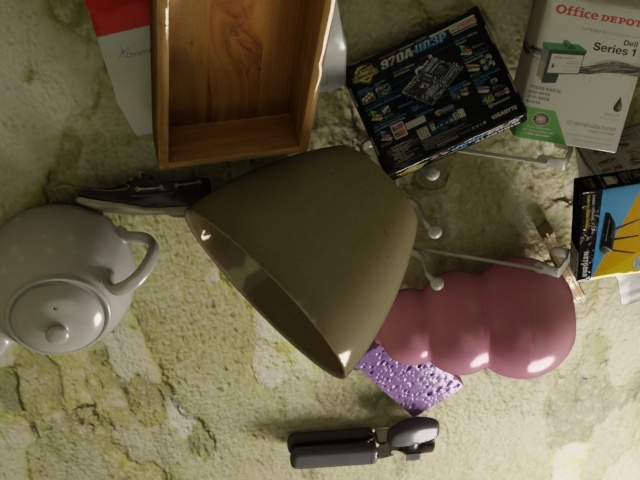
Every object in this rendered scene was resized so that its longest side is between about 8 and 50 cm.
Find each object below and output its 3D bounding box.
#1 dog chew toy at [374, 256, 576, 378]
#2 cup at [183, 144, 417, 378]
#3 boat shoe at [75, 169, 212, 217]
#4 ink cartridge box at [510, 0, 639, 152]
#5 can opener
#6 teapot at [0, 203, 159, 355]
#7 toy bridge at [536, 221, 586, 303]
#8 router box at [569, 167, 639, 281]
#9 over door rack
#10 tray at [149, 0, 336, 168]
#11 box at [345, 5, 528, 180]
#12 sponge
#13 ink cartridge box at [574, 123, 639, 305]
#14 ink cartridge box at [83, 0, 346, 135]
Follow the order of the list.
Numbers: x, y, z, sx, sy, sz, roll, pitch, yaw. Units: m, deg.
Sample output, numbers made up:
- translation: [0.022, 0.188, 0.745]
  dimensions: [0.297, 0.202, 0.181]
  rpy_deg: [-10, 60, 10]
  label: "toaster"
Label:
- translation: [0.253, 0.137, 1.860]
  dimensions: [0.332, 0.206, 0.206]
  rpy_deg: [-5, 129, 1]
  label: "dog chew toy"
- translation: [0.000, 0.000, 1.595]
  dimensions: [0.237, 0.331, 0.331]
  rpy_deg: [-44, 129, -12]
  label: "cup"
- translation: [-0.264, -0.072, 1.671]
  dimensions: [0.206, 0.075, 0.065]
  rpy_deg: [4, 84, -9]
  label: "boat shoe"
- translation: [0.373, -0.254, 1.597]
  dimensions: [0.160, 0.092, 0.219]
  rpy_deg: [8, 117, -2]
  label: "ink cartridge box"
- translation: [0.081, 0.368, 2.074]
  dimensions: [0.283, 0.076, 0.095]
  rpy_deg: [-2, 125, -9]
  label: "can opener"
- translation: [-0.390, 0.080, 1.667]
  dimensions: [0.252, 0.187, 0.256]
  rpy_deg: [6, 125, -18]
  label: "teapot"
- translation: [0.419, 0.047, 1.904]
  dimensions: [0.026, 0.063, 0.188]
  rpy_deg: [-28, 129, 10]
  label: "toy bridge"
- translation: [0.456, -0.025, 1.702]
  dimensions: [0.133, 0.046, 0.179]
  rpy_deg: [-9, 129, -2]
  label: "router box"
- translation: [0.225, -0.040, 1.710]
  dimensions: [0.324, 0.108, 0.239]
  rpy_deg: [2, 131, 11]
  label: "over door rack"
- translation: [-0.098, -0.238, 1.314]
  dimensions: [0.203, 0.076, 0.411]
  rpy_deg: [-8, 152, -12]
  label: "tray"
- translation: [0.162, -0.208, 1.581]
  dimensions: [0.220, 0.175, 0.051]
  rpy_deg: [-25, 170, 7]
  label: "box"
- translation: [0.159, 0.236, 2.014]
  dimensions: [0.117, 0.031, 0.210]
  rpy_deg: [-34, 127, 15]
  label: "sponge"
- translation: [0.598, -0.067, 1.811]
  dimensions: [0.309, 0.130, 0.272]
  rpy_deg: [-18, 129, 2]
  label: "ink cartridge box"
- translation: [-0.123, -0.259, 1.389]
  dimensions: [0.308, 0.091, 0.385]
  rpy_deg: [-13, 169, -2]
  label: "ink cartridge box"
